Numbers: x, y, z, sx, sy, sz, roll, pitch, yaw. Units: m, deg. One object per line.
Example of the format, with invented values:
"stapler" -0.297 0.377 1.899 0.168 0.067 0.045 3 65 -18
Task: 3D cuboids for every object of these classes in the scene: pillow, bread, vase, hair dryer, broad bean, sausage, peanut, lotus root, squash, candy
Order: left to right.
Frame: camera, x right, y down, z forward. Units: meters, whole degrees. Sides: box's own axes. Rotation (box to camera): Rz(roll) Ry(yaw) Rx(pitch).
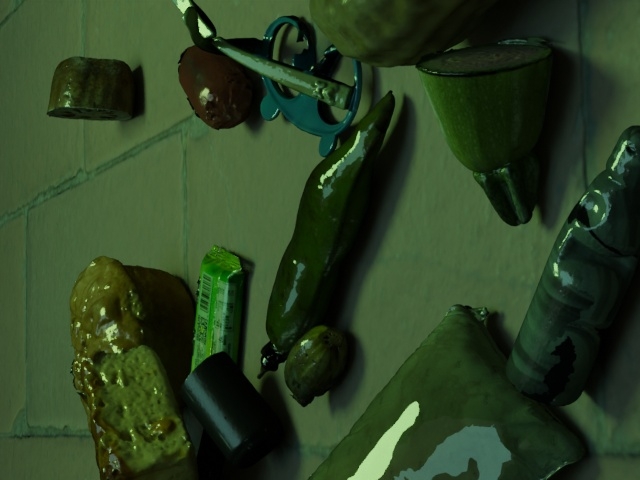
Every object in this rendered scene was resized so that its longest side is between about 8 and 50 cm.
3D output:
"lotus root" -0.324 -0.207 1.886 0.112 0.122 0.081 150 120 -70
"bread" -0.227 0.120 1.679 0.139 0.143 0.228 -33 62 46
"bread" -0.201 0.273 1.537 0.274 0.114 0.184 89 160 -45
"sausage" -0.121 -0.179 1.537 0.141 0.076 0.076 59 139 47
"candy" -0.119 0.099 1.564 0.102 0.032 0.178 18 104 59
"hair dryer" -0.112 0.238 1.504 0.114 0.071 0.248 49 147 24
"lotus root" -0.007 0.123 1.311 0.049 0.054 0.099 55 137 35
"broad bean" 0.000 0.000 1.295 0.077 0.061 0.339 -102 27 -55
"pillow" 0.064 0.203 1.055 0.302 0.075 0.185 -50 43 13
"peanut" 0.104 -0.256 1.005 0.340 0.158 0.174 -38 25 52
"squash" 0.133 -0.080 1.025 0.105 0.105 0.132 29 133 61
"vase" 0.188 0.016 0.922 0.060 0.060 0.211 56 136 49

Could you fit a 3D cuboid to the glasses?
"glasses" -0.055 -0.198 1.328 0.102 0.207 0.239 -49 34 -2
